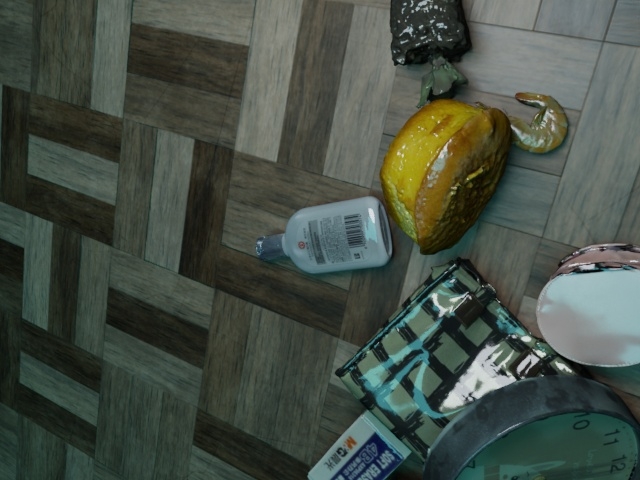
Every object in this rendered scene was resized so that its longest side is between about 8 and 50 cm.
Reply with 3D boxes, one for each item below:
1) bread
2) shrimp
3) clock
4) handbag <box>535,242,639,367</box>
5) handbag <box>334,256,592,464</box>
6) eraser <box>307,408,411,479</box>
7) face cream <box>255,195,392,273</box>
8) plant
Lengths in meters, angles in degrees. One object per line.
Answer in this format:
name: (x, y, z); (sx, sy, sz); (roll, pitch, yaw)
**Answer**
bread: (0.211, -0.112, 0.957); (0.145, 0.268, 0.269); (37, 115, 29)
shrimp: (0.340, -0.213, 0.976); (0.162, 0.045, 0.095); (36, 114, 18)
clock: (0.360, 0.398, 0.958); (0.385, 0.076, 0.387); (-3, 117, -7)
handbag: (0.464, 0.101, 0.938); (0.204, 0.116, 0.180); (-8, 97, 29)
handbag: (0.248, 0.240, 1.056); (0.325, 0.162, 0.327); (44, 111, 10)
eraser: (0.098, 0.448, 1.217); (0.124, 0.081, 0.279); (42, 116, 14)
face cream: (0.000, 0.000, 1.180); (0.291, 0.071, 0.144); (-10, 95, 28)
plant: (0.188, -0.333, 0.984); (0.131, 0.142, 0.203); (-12, 86, 19)
